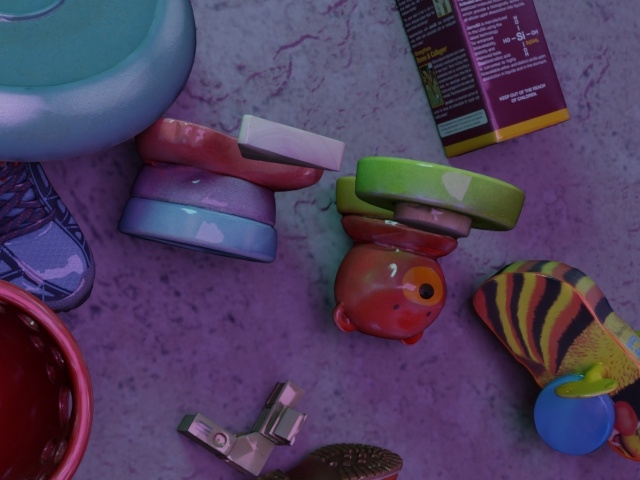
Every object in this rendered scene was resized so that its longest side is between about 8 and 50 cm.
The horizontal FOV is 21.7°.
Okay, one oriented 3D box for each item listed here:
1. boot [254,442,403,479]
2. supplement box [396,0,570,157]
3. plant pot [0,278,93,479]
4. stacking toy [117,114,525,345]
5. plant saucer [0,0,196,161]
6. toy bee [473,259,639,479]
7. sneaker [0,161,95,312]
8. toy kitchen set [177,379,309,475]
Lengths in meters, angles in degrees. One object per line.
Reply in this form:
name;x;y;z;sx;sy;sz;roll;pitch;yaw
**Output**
boot;0.004;0.227;1.422;0.158;0.059;0.085;-17;119;-33
supplement box;0.138;-0.178;1.482;0.080;0.104;0.188;-18;92;-23
plant pot;-0.281;0.124;1.249;0.191;0.174;0.191;2;85;-22
stacking toy;0.000;0.000;1.324;0.308;0.279;0.130;13;86;-19
plant saucer;-0.245;-0.195;1.280;0.317;0.044;0.318;10;51;-13
toy bee;0.276;0.129;1.477;0.298;0.162;0.195;50;26;-19
sneaker;-0.268;-0.048;1.297;0.104;0.125;0.262;-42;100;-19
toy kitchen set;-0.059;0.143;1.392;0.075;0.068;0.083;35;73;-15
